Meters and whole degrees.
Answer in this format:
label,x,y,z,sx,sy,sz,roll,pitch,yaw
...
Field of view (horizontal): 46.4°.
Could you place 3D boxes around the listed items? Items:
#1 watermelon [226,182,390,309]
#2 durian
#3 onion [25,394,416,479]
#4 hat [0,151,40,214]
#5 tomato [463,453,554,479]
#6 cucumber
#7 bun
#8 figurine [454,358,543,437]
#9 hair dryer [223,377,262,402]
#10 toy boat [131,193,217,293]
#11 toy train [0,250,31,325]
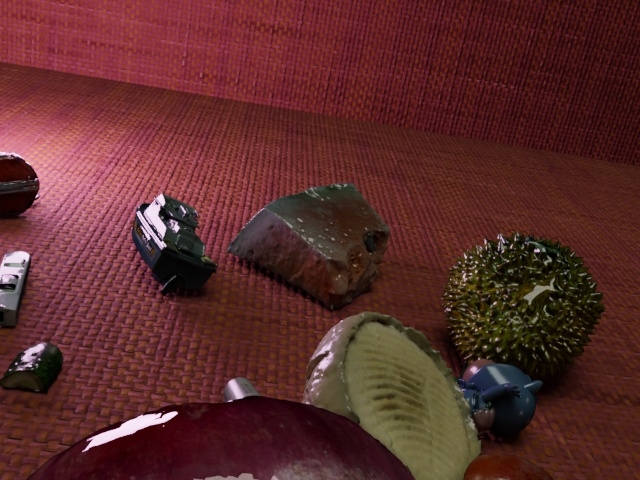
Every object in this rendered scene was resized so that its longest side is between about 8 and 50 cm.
label,x,y,z,sx,sy,sz,roll,pitch,yaw
watermelon,-0.002,-0.016,1.477,0.302,0.151,0.264,26,27,32
durian,0.342,0.104,1.259,0.291,0.224,0.291,11,28,-6
onion,-0.073,0.282,0.498,0.358,0.358,0.345,10,10,-2
hat,-0.663,-0.114,1.514,0.140,0.129,0.227,-34,26,-27
tomato,0.231,0.306,0.839,0.155,0.069,0.155,31,40,-31
cucumber,-0.395,0.166,1.039,0.067,0.035,0.107,7,22,-5
bun,0.070,0.221,0.910,0.259,0.152,0.259,34,34,-26
figurine,0.222,0.228,1.089,0.178,0.114,0.144,-13,30,-27
hair dryer,-0.149,0.243,0.941,0.267,0.092,0.229,-1,16,-3
toy boat,-0.282,-0.011,1.386,0.114,0.122,0.296,27,10,-32
toy train,-0.499,0.069,1.203,0.043,0.047,0.207,5,25,-16
